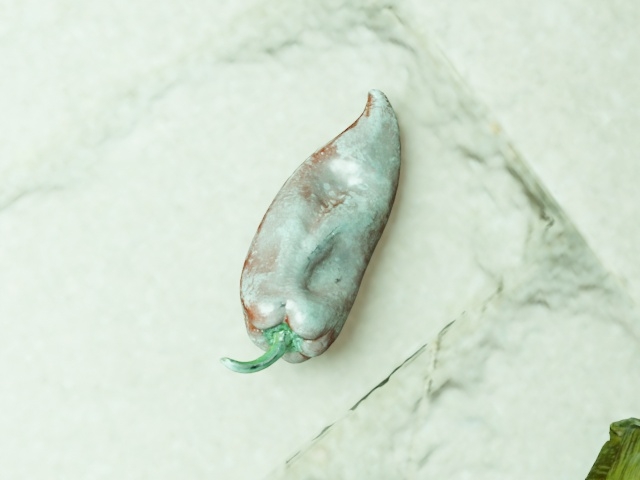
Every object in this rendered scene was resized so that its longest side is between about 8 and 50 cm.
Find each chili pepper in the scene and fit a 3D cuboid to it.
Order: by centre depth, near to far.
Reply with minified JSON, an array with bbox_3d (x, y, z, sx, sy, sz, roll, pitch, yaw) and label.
[{"bbox_3d":[-0.001,0.000,0.860,0.050,0.041,0.153,44,52,-30],"label":"chili pepper"}]

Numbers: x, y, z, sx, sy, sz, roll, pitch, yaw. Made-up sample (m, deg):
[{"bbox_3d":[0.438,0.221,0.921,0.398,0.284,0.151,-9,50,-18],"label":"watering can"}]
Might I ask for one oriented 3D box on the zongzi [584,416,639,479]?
[{"bbox_3d":[0.242,0.171,0.815,0.247,0.241,0.111,36,76,-12],"label":"zongzi"}]
